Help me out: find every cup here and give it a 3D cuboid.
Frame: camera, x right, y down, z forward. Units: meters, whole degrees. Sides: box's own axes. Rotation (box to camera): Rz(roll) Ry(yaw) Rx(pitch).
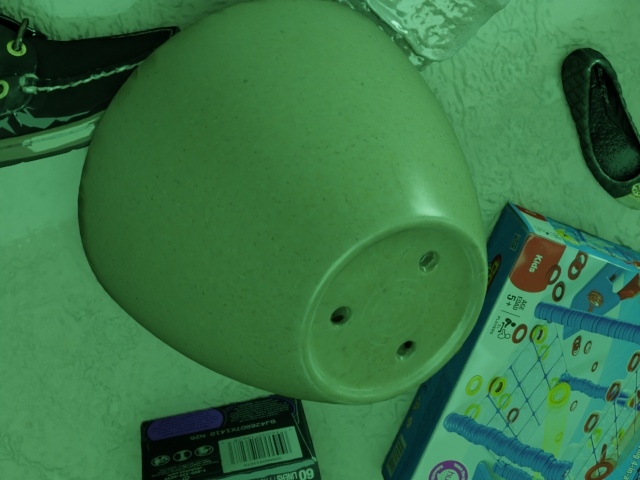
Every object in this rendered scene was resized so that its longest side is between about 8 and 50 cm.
[{"bbox_3d":[0.000,0.000,1.144,0.331,0.237,0.331,-17,128,-23],"label":"cup"}]

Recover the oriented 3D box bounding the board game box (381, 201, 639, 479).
[{"bbox_3d":[0.260,0.159,1.380,0.302,0.086,0.308,19,106,-14],"label":"board game box"}]

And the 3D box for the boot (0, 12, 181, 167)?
[{"bbox_3d":[-0.308,-0.203,1.146,0.377,0.138,0.284,-12,111,2],"label":"boot"}]

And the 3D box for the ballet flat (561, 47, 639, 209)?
[{"bbox_3d":[0.267,-0.098,1.308,0.057,0.049,0.173,-28,111,3],"label":"ballet flat"}]

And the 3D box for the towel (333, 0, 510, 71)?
[{"bbox_3d":[0.116,-0.298,1.216,0.187,0.049,0.282,36,101,-19],"label":"towel"}]

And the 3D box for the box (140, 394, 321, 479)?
[{"bbox_3d":[-0.070,0.306,1.353,0.165,0.143,0.270,-11,111,-4],"label":"box"}]
